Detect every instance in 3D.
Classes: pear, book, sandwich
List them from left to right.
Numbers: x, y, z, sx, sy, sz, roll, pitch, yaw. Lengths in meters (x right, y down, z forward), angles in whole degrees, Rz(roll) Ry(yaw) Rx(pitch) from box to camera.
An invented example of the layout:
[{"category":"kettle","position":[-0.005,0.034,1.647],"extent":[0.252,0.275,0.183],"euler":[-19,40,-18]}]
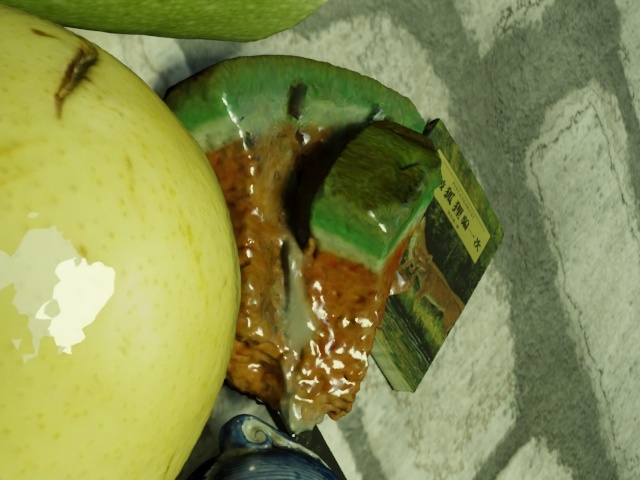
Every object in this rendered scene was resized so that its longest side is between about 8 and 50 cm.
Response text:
[{"category":"pear","position":[-0.182,0.028,0.573],"extent":[0.309,0.309,0.309],"euler":[2,87,-49]},{"category":"sandwich","position":[0.000,0.000,0.874],"extent":[0.250,0.162,0.301],"euler":[12,77,-44]},{"category":"book","position":[0.098,0.012,1.088],"extent":[0.228,0.024,0.160],"euler":[-53,124,-34]}]

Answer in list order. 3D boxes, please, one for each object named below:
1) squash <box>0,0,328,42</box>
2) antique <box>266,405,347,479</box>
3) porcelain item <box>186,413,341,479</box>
[{"category":"squash","position":[-0.164,-0.254,0.621],"extent":[0.384,0.263,0.263],"euler":[-3,91,-48]},{"category":"antique","position":[0.004,0.206,0.980],"extent":[0.031,0.015,0.192],"euler":[-49,124,-37]},{"category":"porcelain item","position":[-0.092,0.259,0.797],"extent":[0.186,0.138,0.288],"euler":[45,61,-23]}]
